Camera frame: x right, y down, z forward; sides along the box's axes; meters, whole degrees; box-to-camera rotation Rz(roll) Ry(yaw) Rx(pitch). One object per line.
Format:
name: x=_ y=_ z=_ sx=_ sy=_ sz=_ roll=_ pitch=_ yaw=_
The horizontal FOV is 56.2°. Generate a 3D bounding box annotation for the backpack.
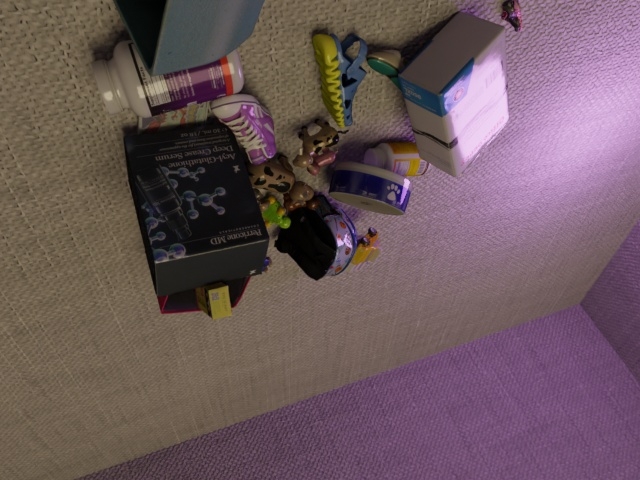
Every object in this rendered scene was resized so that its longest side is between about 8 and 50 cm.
backpack: x=0.000 y=0.000 z=2.090 sx=0.213 sy=0.263 sz=0.276 roll=-6 pitch=141 yaw=-36

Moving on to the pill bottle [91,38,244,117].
pill bottle: x=-0.356 y=-0.399 z=1.413 sx=0.323 sy=0.181 sz=0.181 roll=-18 pitch=145 yaw=-10

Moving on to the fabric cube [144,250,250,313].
fabric cube: x=-0.389 y=0.053 z=1.921 sx=0.259 sy=0.258 sz=0.254 roll=0 pitch=137 yaw=-32

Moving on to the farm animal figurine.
farm animal figurine: x=-0.092 y=-0.202 z=1.819 sx=0.327 sy=0.172 sz=0.330 roll=0 pitch=128 yaw=-24

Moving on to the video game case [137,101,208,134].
video game case: x=-0.392 y=-0.346 z=1.599 sx=0.184 sy=0.023 sz=0.201 roll=-8 pitch=142 yaw=-24

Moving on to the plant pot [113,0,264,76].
plant pot: x=-0.259 y=-0.523 z=1.247 sx=0.252 sy=0.247 sz=0.248 roll=-16 pitch=158 yaw=-33

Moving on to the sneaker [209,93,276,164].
sneaker: x=-0.189 y=-0.289 z=1.598 sx=0.102 sy=0.160 sz=0.282 roll=-13 pitch=173 yaw=22

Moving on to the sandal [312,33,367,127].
sandal: x=0.071 y=-0.448 z=1.678 sx=0.138 sy=0.126 sz=0.317 roll=-24 pitch=147 yaw=-10

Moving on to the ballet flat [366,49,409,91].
ballet flat: x=0.216 y=-0.503 z=1.735 sx=0.086 sy=0.086 sz=0.248 roll=-40 pitch=147 yaw=20

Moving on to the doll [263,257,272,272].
doll: x=-0.276 y=0.093 z=2.229 sx=0.189 sy=0.046 sz=0.129 roll=7 pitch=133 yaw=-39

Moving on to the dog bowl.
dog bowl: x=0.163 y=-0.168 z=1.973 sx=0.265 sy=0.265 sz=0.104 roll=21 pitch=83 yaw=-47

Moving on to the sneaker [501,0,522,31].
sneaker: x=0.567 y=-0.664 z=1.780 sx=0.057 sy=0.047 sz=0.119 roll=-13 pitch=149 yaw=21

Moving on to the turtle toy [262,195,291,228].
turtle toy: x=-0.154 y=-0.091 z=2.019 sx=0.095 sy=0.130 sz=0.066 roll=-40 pitch=-177 yaw=27

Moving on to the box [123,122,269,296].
box: x=-0.341 y=-0.090 z=1.617 sx=0.294 sy=0.395 sz=0.212 roll=-13 pitch=155 yaw=-19

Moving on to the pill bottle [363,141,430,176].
pill bottle: x=0.258 y=-0.272 z=2.024 sx=0.215 sy=0.117 sz=0.117 roll=-6 pitch=141 yaw=-26

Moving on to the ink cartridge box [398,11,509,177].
ink cartridge box: x=0.414 y=-0.425 z=1.804 sx=0.285 sy=0.166 sz=0.395 roll=-47 pitch=147 yaw=-11

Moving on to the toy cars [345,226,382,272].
toy cars: x=0.167 y=0.052 z=2.259 sx=0.176 sy=0.087 sz=0.393 roll=-54 pitch=176 yaw=-11

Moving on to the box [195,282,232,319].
box: x=-0.307 y=0.160 z=1.695 sx=0.058 sy=0.087 sz=0.232 roll=-10 pitch=-173 yaw=-20
